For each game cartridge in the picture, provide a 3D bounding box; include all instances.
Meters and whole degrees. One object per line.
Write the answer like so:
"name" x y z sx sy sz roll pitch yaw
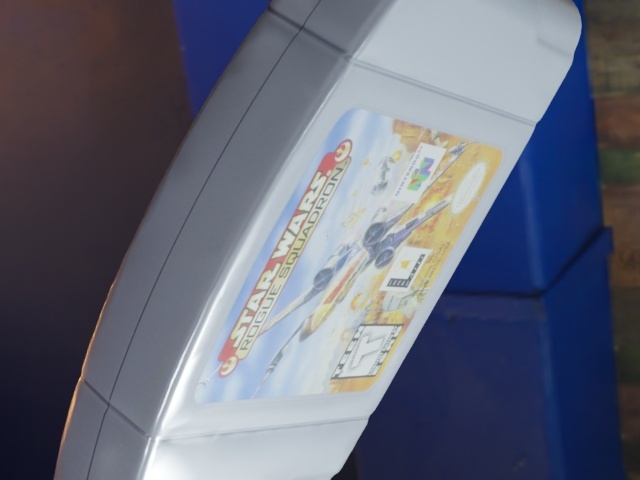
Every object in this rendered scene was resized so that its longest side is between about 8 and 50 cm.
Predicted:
"game cartridge" 0.000 0.000 0.598 0.062 0.297 0.198 34 -165 25
